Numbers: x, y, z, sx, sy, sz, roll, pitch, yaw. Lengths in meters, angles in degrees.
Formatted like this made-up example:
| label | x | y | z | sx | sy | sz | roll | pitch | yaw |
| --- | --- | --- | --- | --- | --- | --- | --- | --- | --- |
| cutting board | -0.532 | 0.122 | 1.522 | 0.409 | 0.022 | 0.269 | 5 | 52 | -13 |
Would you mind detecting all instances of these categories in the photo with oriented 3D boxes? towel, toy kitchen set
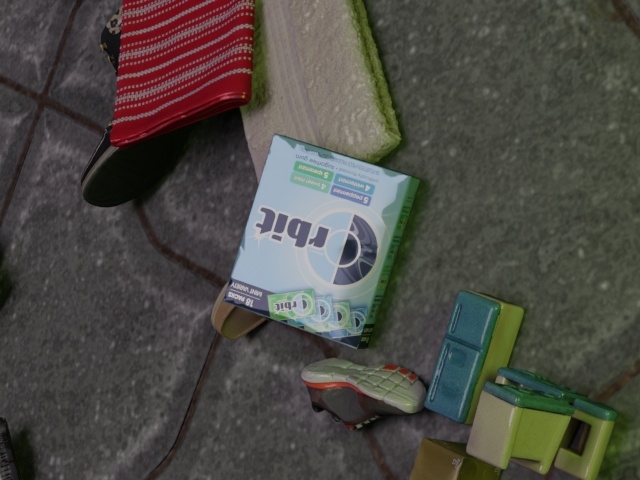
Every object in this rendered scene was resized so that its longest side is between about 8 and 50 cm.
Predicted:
| label | x | y | z | sx | sy | sz | roll | pitch | yaw |
| --- | --- | --- | --- | --- | --- | --- | --- | --- | --- |
| towel | -0.157 | -0.246 | 1.942 | 0.199 | 0.031 | 0.275 | -17 | 58 | 30 |
| toy kitchen set | 0.153 | 0.120 | 1.517 | 0.207 | 0.166 | 0.122 | 20 | 95 | 46 |
| towel | -0.014 | -0.179 | 1.852 | 0.187 | 0.049 | 0.282 | -35 | 57 | 35 |

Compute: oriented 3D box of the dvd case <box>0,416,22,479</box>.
| label | x | y | z | sx | sy | sz | roll | pitch | yaw |
| --- | --- | --- | --- | --- | --- | --- | --- | --- | --- |
| dvd case | -0.436 | 0.347 | 2.088 | 0.164 | 0.018 | 0.221 | -21 | 70 | 4 |

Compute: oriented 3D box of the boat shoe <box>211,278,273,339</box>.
| label | x | y | z | sx | sy | sz | roll | pitch | yaw |
| --- | --- | --- | --- | --- | --- | --- | --- | --- | --- |
| boat shoe | -0.054 | 0.055 | 1.821 | 0.170 | 0.063 | 0.059 | -47 | 45 | 26 |

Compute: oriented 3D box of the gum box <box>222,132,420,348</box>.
| label | x | y | z | sx | sy | sz | roll | pitch | yaw |
| --- | --- | --- | --- | --- | --- | --- | --- | --- | --- |
| gum box | 0.000 | 0.000 | 1.749 | 0.157 | 0.041 | 0.184 | 19 | 94 | 18 |

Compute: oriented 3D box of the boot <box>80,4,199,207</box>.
| label | x | y | z | sx | sy | sz | roll | pitch | yaw |
| --- | --- | --- | --- | --- | --- | --- | --- | --- | --- |
| boot | -0.225 | -0.171 | 2.042 | 0.236 | 0.085 | 0.178 | -49 | 47 | 17 |

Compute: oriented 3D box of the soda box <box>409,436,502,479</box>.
| label | x | y | z | sx | sy | sz | roll | pitch | yaw |
| --- | --- | --- | --- | --- | --- | --- | --- | --- | --- |
| soda box | 0.107 | 0.280 | 1.598 | 0.058 | 0.061 | 0.181 | 20 | 94 | 47 |

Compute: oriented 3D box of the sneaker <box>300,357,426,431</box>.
| label | x | y | z | sx | sy | sz | roll | pitch | yaw |
| --- | --- | --- | --- | --- | --- | --- | --- | --- | --- |
| sneaker | 0.048 | 0.162 | 1.708 | 0.158 | 0.061 | 0.065 | 11 | 115 | 47 |
